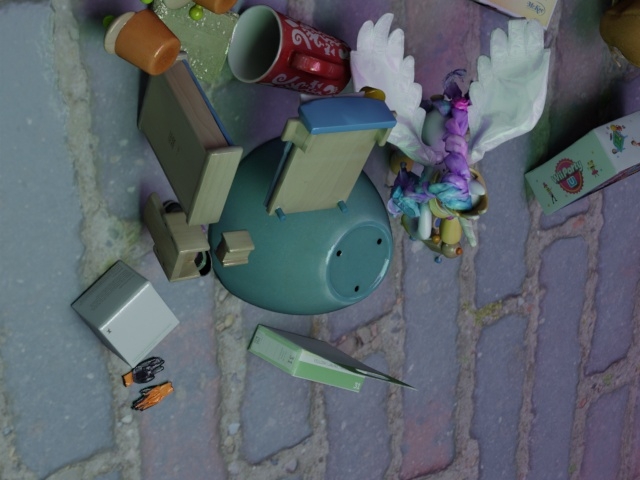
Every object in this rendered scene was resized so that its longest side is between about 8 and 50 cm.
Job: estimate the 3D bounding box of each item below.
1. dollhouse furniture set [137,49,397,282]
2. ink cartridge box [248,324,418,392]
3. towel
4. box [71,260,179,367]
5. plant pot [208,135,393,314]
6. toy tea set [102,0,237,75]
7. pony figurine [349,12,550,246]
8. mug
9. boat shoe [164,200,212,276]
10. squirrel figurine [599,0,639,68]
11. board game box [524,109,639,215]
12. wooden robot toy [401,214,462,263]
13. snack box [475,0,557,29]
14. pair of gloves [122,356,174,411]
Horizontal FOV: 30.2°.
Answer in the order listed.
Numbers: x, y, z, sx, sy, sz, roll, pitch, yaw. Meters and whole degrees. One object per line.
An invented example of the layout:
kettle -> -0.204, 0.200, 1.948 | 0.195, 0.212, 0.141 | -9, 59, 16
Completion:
dollhouse furniture set -> -0.083, -0.124, 1.686 | 0.303, 0.198, 0.286 | -9, 143, -30
ink cartridge box -> 0.019, 0.211, 1.936 | 0.171, 0.235, 0.056 | 20, 93, -45
towel -> -0.185, -0.285, 1.664 | 0.148, 0.027, 0.110 | 9, 105, -44
box -> -0.282, 0.107, 1.725 | 0.101, 0.087, 0.102 | -45, 133, -15
plant pot -> 0.000, 0.000, 1.846 | 0.290, 0.195, 0.290 | -20, 122, -34
toy tea set -> -0.167, -0.375, 1.537 | 0.336, 0.124, 0.200 | -47, 166, -15
pony figurine -> 0.193, -0.157, 1.834 | 0.303, 0.363, 0.351 | -3, 87, -4
mug -> -0.031, -0.257, 1.737 | 0.169, 0.150, 0.113 | 9, 132, -48
boat shoe -> -0.198, -0.002, 1.780 | 0.049, 0.042, 0.133 | -36, 128, -20
squirrel figurine -> 0.713, -0.393, 2.140 | 0.370, 0.397, 0.281 | -23, 129, -42
board game box -> 0.570, -0.171, 2.241 | 0.303, 0.224, 0.097 | -22, 82, -31
wooden robot toy -> 0.224, -0.004, 2.122 | 0.076, 0.079, 0.173 | -56, 135, -5
snack box -> 0.296, -0.482, 1.966 | 0.322, 0.060, 0.187 | 11, 102, -43
pair of gloves -> -0.269, 0.224, 1.848 | 0.074, 0.010, 0.083 | -30, 124, -26
